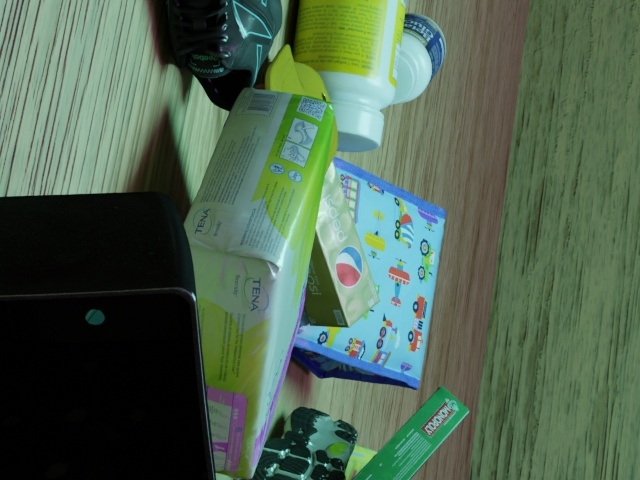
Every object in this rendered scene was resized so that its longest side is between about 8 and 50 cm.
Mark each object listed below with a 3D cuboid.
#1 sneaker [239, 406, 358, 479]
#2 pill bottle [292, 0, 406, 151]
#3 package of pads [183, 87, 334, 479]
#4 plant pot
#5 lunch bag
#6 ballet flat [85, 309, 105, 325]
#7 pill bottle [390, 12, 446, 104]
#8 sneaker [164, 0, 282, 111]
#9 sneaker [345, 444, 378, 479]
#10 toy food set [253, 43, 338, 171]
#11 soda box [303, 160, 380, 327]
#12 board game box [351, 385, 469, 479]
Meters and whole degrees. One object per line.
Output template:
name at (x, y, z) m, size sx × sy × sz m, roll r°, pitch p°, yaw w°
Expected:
sneaker at (-0.024, 0.280, 2.112) m, size 0.279 × 0.107 × 0.118 m, roll -35°, pitch 143°, yaw -69°
pill bottle at (0.028, -0.209, 2.106) m, size 0.119 × 0.119 × 0.208 m, roll 45°, pitch 51°, yaw -74°
package of pads at (-0.071, 0.044, 1.710) m, size 0.229 × 0.101 × 0.296 m, roll -72°, pitch 173°, yaw -46°
plant pot at (-0.163, 0.066, 1.263) m, size 0.167 × 0.188 × 0.187 m, roll -90°, pitch 177°, yaw -57°
lunch bag at (0.021, 0.033, 2.194) m, size 0.293 × 0.138 × 0.221 m, roll 32°, pitch 65°, yaw -63°
ballet flat at (-0.174, 0.149, 1.481) m, size 0.077 × 0.077 × 0.231 m, roll 177°, pitch -79°, yaw -81°
pill bottle at (0.103, -0.230, 2.483) m, size 0.169 × 0.094 × 0.094 m, roll -56°, pitch 149°, yaw -66°
sneaker at (-0.085, -0.204, 1.649) m, size 0.267 × 0.101 × 0.106 m, roll 64°, pitch 36°, yaw -66°
sneaker at (0.044, 0.319, 2.432) m, size 0.208 × 0.094 × 0.081 m, roll 77°, pitch 20°, yaw -57°
toy food set at (-0.048, -0.114, 1.950) m, size 0.128 × 0.071 × 0.218 m, roll 65°, pitch 21°, yaw -17°
soda box at (0.000, 0.000, 2.047) m, size 0.061 × 0.058 × 0.181 m, roll -38°, pitch 119°, yaw -41°
board game box at (0.030, 0.294, 2.041) m, size 0.213 × 0.046 × 0.317 m, roll -53°, pitch 172°, yaw 30°
